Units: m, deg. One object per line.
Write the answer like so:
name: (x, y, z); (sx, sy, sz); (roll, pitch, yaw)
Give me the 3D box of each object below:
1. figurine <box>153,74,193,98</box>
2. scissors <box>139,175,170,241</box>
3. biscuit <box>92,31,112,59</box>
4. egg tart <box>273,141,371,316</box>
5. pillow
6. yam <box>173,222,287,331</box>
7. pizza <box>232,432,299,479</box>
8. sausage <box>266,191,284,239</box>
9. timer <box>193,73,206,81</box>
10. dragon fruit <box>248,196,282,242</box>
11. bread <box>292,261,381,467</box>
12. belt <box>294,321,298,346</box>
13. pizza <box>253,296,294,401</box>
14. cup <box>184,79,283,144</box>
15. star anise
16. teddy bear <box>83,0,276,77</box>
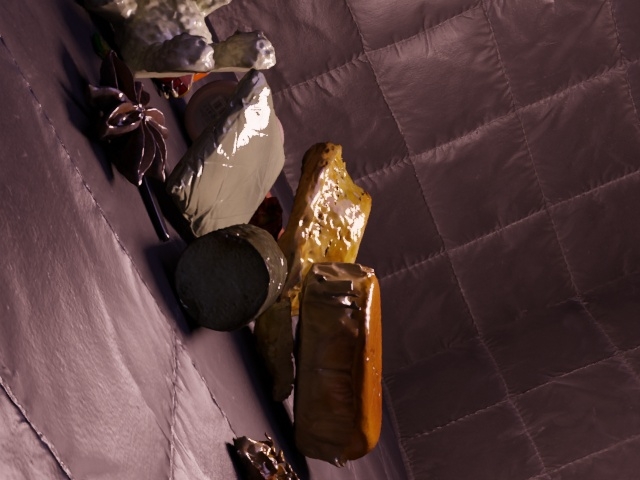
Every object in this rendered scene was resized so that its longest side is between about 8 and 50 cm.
figurine: (-0.315, -0.343, 1.958); (0.154, 0.082, 0.098); (56, 25, -71)
scissors: (-0.281, -0.100, 1.457); (0.088, 0.017, 0.220); (21, 47, -82)
biscuit: (-0.364, -0.319, 1.575); (0.089, 0.016, 0.046); (57, 12, -67)
egg tart: (0.000, 0.000, 2.045); (0.443, 0.178, 0.443); (17, 90, -86)
pillow: (-0.162, -0.123, 1.631); (0.076, 0.274, 0.281); (25, -22, 21)
yam: (-0.140, 0.055, 1.508); (0.268, 0.161, 0.161); (-32, 99, -83)
pizza: (-0.058, 0.376, 1.394); (0.147, 0.069, 0.226); (-37, 104, -83)
sausage: (-0.128, -0.007, 2.399); (0.088, 0.088, 0.433); (57, 10, -66)
timer: (-0.305, -0.445, 2.263); (0.136, 0.136, 0.099); (-45, 118, -85)
dragon fruit: (-0.156, -0.048, 2.041); (0.133, 0.150, 0.207); (36, -4, 27)
bread: (0.041, 0.234, 1.806); (0.236, 0.183, 0.389); (-112, -154, -84)
belt: (0.003, 0.276, 2.282); (0.128, 0.122, 0.218); (-68, 142, -86)
pizza: (-0.093, 0.203, 1.837); (0.204, 0.080, 0.188); (-105, -165, -82)
cup: (-0.198, -0.225, 2.091); (0.200, 0.191, 0.253); (42, 41, -73)
star anise: (-0.282, -0.169, 1.375); (0.212, 0.073, 0.197); (-89, 154, -59)
teddy bear: (-0.277, -0.473, 1.654); (0.375, 0.327, 0.362); (7, -76, 53)
